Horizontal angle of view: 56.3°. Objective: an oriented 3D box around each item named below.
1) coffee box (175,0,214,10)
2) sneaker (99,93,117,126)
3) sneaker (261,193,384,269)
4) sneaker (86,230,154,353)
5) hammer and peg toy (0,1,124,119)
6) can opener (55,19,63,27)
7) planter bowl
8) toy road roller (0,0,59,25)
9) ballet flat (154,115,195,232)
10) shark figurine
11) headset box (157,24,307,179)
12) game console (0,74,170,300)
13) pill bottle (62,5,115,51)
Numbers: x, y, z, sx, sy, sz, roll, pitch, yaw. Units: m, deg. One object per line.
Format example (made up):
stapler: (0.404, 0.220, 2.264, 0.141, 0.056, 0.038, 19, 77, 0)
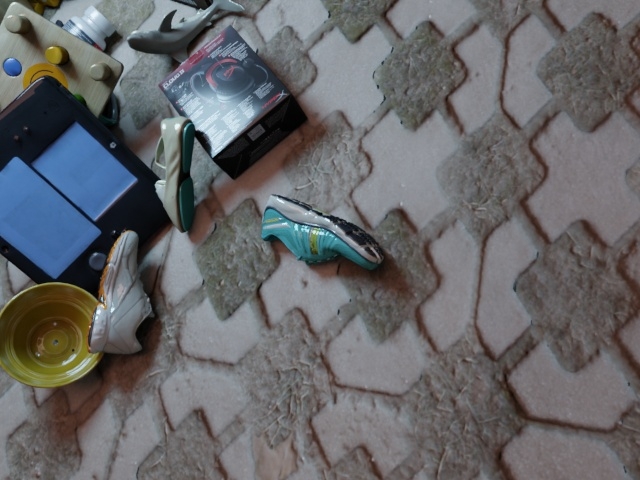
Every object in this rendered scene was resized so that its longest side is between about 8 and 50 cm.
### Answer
coffee box: (-0.278, -0.742, 1.501, 0.168, 0.119, 0.297, 27, 81, 24)
sneaker: (-0.588, -0.282, 1.444, 0.178, 0.124, 0.295, 8, 72, 31)
sneaker: (0.000, 0.000, 1.166, 0.275, 0.107, 0.110, 24, 99, 29)
sneaker: (-0.400, 0.112, 1.247, 0.121, 0.099, 0.262, 15, 73, -24)
hammer and peg toy: (-0.630, -0.295, 1.309, 0.266, 0.127, 0.361, 30, 102, -14)
can opener: (-0.727, -0.521, 1.610, 0.059, 0.073, 0.186, -6, 60, 25)
planter bowl: (-0.555, 0.204, 1.248, 0.217, 0.090, 0.217, 7, 67, -17)
toy road roller: (-0.764, -0.721, 1.620, 0.241, 0.202, 0.329, 12, 73, 11)
ballet flat: (-0.310, -0.140, 1.265, 0.086, 0.086, 0.248, 14, 109, 23)
shark figurine: (-0.322, -0.494, 1.456, 0.278, 0.166, 0.116, -32, 90, -12)
headset box: (-0.204, -0.318, 1.327, 0.218, 0.110, 0.293, -40, 64, 2)
game console: (-0.548, -0.095, 1.263, 0.342, 0.060, 0.386, -44, 108, 0)
pill bottle: (-0.619, -0.509, 1.539, 0.180, 0.108, 0.108, -47, 64, -2)
